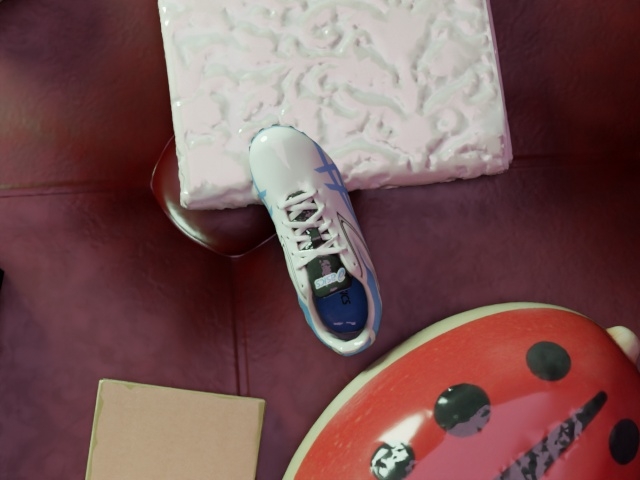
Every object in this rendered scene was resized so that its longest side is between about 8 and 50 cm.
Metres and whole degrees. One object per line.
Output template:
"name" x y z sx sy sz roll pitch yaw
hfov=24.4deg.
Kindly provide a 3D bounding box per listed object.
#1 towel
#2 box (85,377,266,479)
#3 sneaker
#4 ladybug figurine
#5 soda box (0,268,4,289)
"towel" 0.007 -0.201 1.470 0.332 0.053 0.317 -8 86 -7
"box" -0.146 0.243 1.434 0.164 0.021 0.201 8 84 -6
"sneaker" 0.000 0.000 1.405 0.085 0.086 0.237 -23 107 1
"ladybug figurine" 0.142 0.240 1.395 0.305 0.162 0.449 44 82 -1
"soda box" -0.344 0.103 1.404 0.053 0.060 0.168 12 84 -6
